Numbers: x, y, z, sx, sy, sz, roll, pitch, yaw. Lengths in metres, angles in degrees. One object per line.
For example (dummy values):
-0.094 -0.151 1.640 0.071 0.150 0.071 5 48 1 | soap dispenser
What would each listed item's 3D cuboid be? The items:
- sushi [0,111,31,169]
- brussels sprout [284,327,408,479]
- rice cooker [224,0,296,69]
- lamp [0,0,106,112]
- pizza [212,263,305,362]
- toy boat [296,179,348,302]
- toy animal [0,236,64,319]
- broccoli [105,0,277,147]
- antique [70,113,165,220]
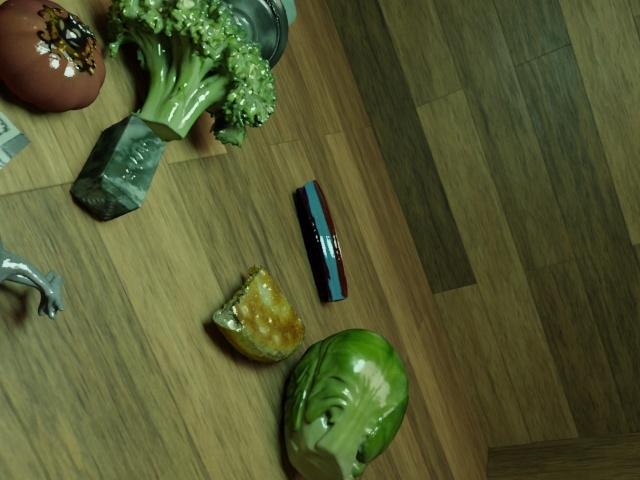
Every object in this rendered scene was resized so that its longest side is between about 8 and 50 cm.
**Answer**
-0.501 -0.124 0.582 0.192 0.051 0.215 54 37 -31 | sushi
0.056 0.391 1.154 0.281 0.289 0.354 48 44 -17 | brussels sprout
-0.213 -0.560 1.230 0.316 0.317 0.264 -78 166 -48 | rice cooker
-0.427 -0.297 0.776 0.182 0.140 0.182 35 46 -48 | lamp
-0.139 0.171 1.129 0.335 0.086 0.226 30 43 -58 | pizza
0.000 0.000 1.514 0.079 0.136 0.392 -10 82 -33 | toy boat
-0.424 0.029 0.617 0.206 0.081 0.367 38 40 -29 | toy animal
-0.260 -0.366 1.036 0.338 0.277 0.317 -6 98 -56 | broccoli
-0.357 -0.126 0.868 0.088 0.086 0.183 48 34 -40 | antique
